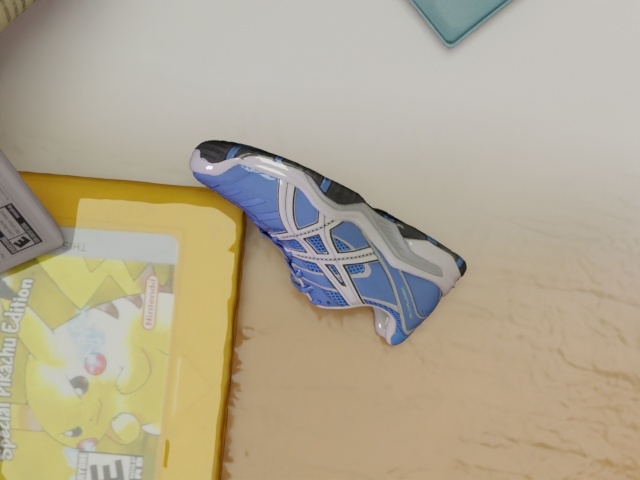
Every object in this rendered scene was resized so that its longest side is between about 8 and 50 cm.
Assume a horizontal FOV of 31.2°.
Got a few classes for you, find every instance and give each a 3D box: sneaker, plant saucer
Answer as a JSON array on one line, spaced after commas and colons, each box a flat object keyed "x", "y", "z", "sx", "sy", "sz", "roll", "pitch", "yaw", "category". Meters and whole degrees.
[{"x": 0.000, "y": 0.000, "z": 0.785, "sx": 0.211, "sy": 0.080, "sz": 0.081, "roll": 30, "pitch": 92, "yaw": -16, "category": "sneaker"}, {"x": 0.150, "y": -0.224, "z": 0.863, "sx": 0.192, "sy": 0.018, "sz": 0.067, "roll": -38, "pitch": 85, "yaw": -5, "category": "plant saucer"}]

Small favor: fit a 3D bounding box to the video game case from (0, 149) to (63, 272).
[{"x": -0.280, "y": -0.016, "z": 0.705, "sx": 0.183, "sy": 0.201, "sz": 0.023, "roll": -24, "pitch": 59, "yaw": -2, "category": "video game case"}]

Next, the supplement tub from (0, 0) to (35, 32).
[{"x": -0.300, "y": -0.212, "z": 0.741, "sx": 0.235, "sy": 0.235, "sz": 0.325, "roll": 42, "pitch": 77, "yaw": 4, "category": "supplement tub"}]

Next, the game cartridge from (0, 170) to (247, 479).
[{"x": -0.223, "y": 0.091, "z": 0.806, "sx": 0.323, "sy": 0.053, "sz": 0.285, "roll": 5, "pitch": 83, "yaw": -1, "category": "game cartridge"}]
